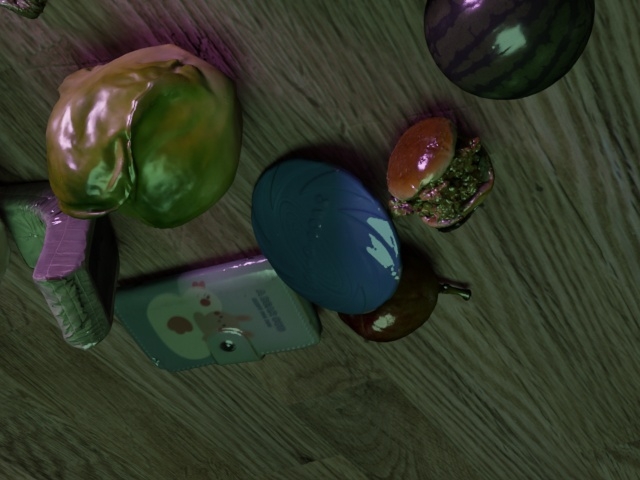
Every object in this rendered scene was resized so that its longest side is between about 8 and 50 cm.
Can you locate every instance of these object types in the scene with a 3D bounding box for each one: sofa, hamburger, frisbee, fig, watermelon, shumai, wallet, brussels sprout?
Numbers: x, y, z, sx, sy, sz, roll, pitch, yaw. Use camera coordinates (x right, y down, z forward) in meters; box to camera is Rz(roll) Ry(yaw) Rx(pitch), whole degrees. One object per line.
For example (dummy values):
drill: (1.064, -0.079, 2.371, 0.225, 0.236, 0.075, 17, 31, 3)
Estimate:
sofa: (-0.443, 0.041, 1.569, 0.176, 0.225, 0.210, -4, 141, 2)
hamburger: (0.164, -0.101, 1.431, 0.131, 0.159, 0.185, 28, 113, -33)
frisbee: (-0.002, 0.003, 1.528, 0.289, 0.049, 0.289, 20, 129, 26)
fig: (0.158, 0.093, 1.677, 0.274, 0.170, 0.145, -3, 116, -34)
watermelon: (0.233, -0.278, 1.185, 0.212, 0.212, 0.212, 1, 139, 1)
shumai: (-0.390, -0.341, 1.259, 0.083, 0.082, 0.080, 9, 110, -53)
wallet: (-0.184, 0.140, 1.785, 0.360, 0.083, 0.252, -12, 132, 16)
brussels sprout: (-0.247, -0.140, 1.349, 0.294, 0.227, 0.259, -49, 137, 3)

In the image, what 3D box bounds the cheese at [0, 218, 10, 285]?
cheese: (-0.649, 0.032, 1.484, 0.153, 0.292, 0.332, 30, 149, 20)
